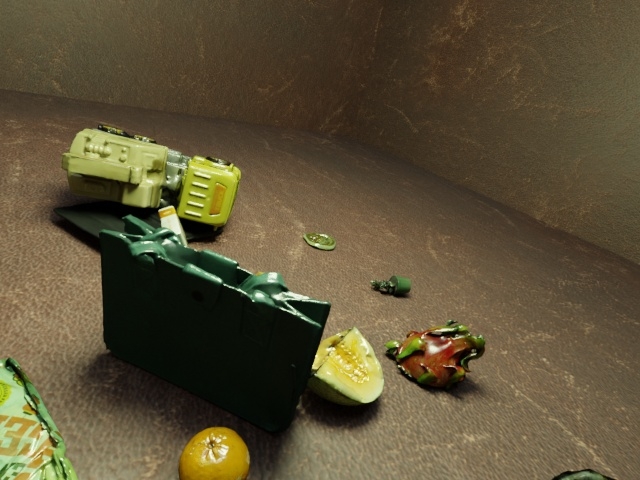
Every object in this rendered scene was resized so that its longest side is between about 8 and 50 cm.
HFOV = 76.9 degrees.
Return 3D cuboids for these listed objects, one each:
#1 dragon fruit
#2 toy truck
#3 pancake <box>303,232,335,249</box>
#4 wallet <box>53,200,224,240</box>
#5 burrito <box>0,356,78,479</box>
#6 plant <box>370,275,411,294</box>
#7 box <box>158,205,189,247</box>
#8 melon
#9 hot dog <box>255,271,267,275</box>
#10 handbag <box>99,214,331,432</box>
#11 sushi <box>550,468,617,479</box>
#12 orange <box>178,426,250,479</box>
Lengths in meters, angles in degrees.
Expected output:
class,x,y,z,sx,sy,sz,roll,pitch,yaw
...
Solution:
class,x,y,z,sx,sy,sz,roll,pitch,yaw
dragon fruit,0.232,0.216,0.786,0.142,0.175,0.138,38,21,-32
toy truck,-0.409,-0.154,1.007,0.406,0.180,0.254,14,14,-16
pancake,0.000,0.001,1.218,0.108,0.017,0.108,10,23,-4
wallet,-0.440,-0.049,1.013,0.247,0.041,0.323,27,22,23
burrito,-0.345,0.227,0.434,0.288,0.054,0.104,31,28,32
plant,0.180,0.114,1.036,0.102,0.051,0.051,4,26,-17
box,-0.220,0.062,0.678,0.032,0.220,0.122,-19,31,-16
melon,0.036,0.226,0.670,0.128,0.079,0.160,41,28,11
hot dog,-0.123,0.140,0.762,0.105,0.076,0.250,-11,26,-11
handbag,-0.161,0.120,0.567,0.327,0.238,0.089,22,34,13
sushi,0.363,0.374,0.419,0.351,0.170,0.210,11,26,-11
orange,-0.124,0.264,0.476,0.084,0.070,0.083,9,25,-4
